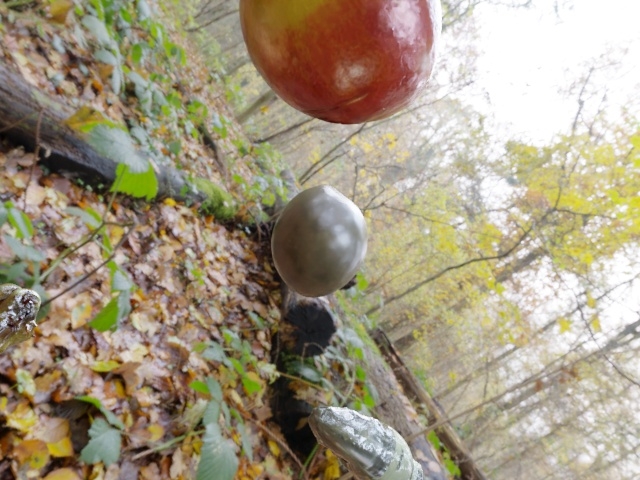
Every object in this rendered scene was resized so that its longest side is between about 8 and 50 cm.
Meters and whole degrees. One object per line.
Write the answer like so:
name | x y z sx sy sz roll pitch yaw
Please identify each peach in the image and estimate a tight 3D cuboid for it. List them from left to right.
peach | 0.021 -0.209 0.430 0.192 0.190 0.190 61 -1 -28

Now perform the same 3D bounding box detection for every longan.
longan | 0.000 0.000 0.821 0.198 0.212 0.198 19 -25 9

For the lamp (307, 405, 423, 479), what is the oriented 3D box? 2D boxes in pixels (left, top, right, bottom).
lamp | 0.078 0.339 0.710 0.250 0.101 0.101 41 7 -23

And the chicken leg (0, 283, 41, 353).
chicken leg | -0.538 0.225 0.578 0.140 0.212 0.361 26 31 18
